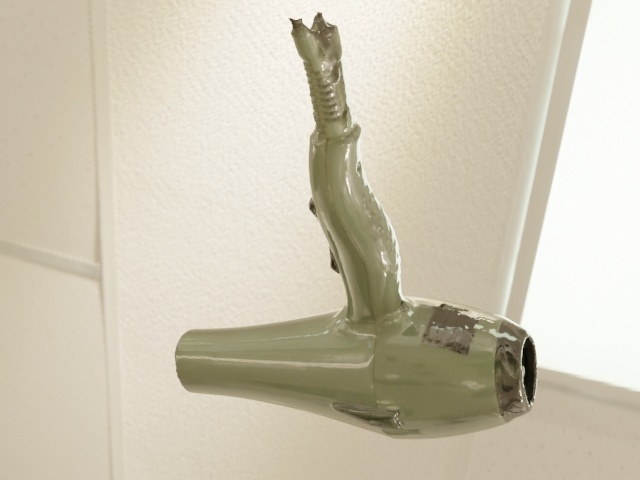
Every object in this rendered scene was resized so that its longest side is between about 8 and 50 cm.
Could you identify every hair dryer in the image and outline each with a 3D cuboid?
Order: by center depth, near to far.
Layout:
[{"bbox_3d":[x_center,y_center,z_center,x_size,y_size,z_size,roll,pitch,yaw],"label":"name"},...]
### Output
[{"bbox_3d":[-0.022,0.020,0.542,0.229,0.092,0.267,-20,-66,33],"label":"hair dryer"}]
